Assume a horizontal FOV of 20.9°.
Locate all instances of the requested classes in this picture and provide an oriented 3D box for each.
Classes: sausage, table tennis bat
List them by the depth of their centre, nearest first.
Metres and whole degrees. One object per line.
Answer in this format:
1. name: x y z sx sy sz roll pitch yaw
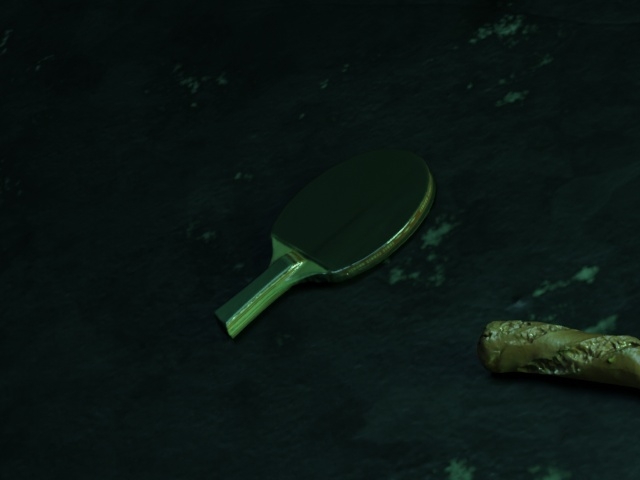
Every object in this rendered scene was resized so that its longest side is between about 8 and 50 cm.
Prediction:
1. sausage: 0.180 0.082 1.210 0.158 0.042 0.036 9 16 37
2. table tennis bat: 0.000 0.000 1.425 0.220 0.019 0.130 -41 39 -14
